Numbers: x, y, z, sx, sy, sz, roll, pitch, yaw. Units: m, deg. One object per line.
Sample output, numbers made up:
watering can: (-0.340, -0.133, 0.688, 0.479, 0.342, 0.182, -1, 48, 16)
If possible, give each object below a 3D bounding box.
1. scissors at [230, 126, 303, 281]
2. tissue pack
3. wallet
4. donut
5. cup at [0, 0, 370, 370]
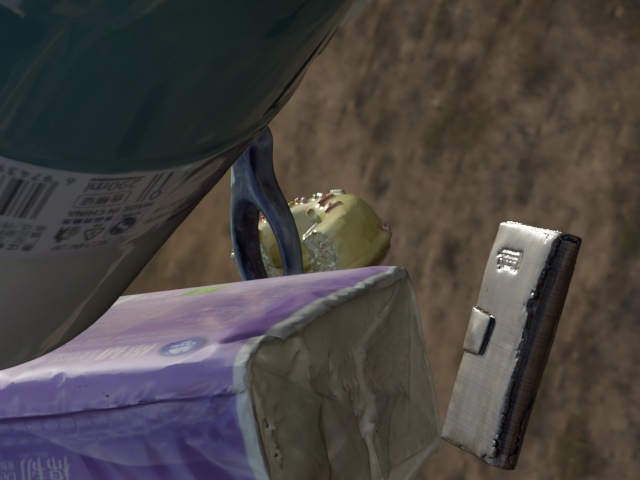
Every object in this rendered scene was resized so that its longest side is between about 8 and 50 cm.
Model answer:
scissors: (-0.055, -0.140, 1.276, 0.256, 0.029, 0.383, 54, 146, 32)
tissue pack: (-0.114, 0.124, 1.117, 0.338, 0.242, 0.160, -7, 100, 29)
wallet: (0.181, 0.097, 1.646, 0.124, 0.042, 0.230, 19, 96, 66)
donut: (0.001, -0.002, 1.530, 0.108, 0.065, 0.166, -39, 20, -27)
cup: (-0.081, -0.106, 0.587, 0.257, 0.290, 0.219, -44, 64, 46)
